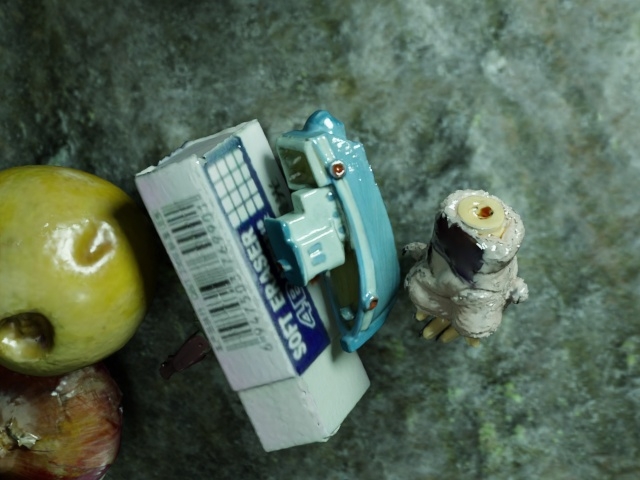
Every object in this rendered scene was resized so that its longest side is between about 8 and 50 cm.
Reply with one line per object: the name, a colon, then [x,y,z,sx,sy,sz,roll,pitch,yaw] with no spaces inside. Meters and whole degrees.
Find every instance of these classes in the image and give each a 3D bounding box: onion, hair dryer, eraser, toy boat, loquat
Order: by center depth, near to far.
toy boat: [0.000,0.000,1.008,0.088,0.102,0.215,17,129,62]
eraser: [-0.058,0.042,1.055,0.086,0.130,0.287,-17,103,28]
loquat: [-0.256,0.029,1.115,0.213,0.213,0.213,11,117,22]
hair dryer: [-0.114,0.114,1.173,0.154,0.054,0.106,-21,107,43]
onion: [-0.330,0.196,1.243,0.230,0.163,0.230,15,127,20]

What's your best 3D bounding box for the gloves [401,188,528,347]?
gloves: [0.128,0.022,0.971,0.110,0.094,0.144,49,150,9]
